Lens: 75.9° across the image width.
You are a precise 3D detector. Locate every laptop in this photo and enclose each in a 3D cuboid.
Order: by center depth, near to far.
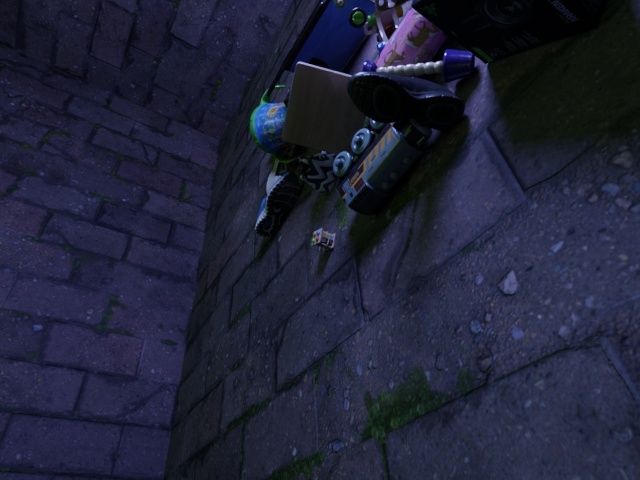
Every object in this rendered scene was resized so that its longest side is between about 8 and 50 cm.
[{"bbox_3d":[0.025,-0.717,1.549,0.382,0.237,0.407,-45,23,41],"label":"laptop"}]

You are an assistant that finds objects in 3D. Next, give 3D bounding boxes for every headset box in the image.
[{"bbox_3d":[0.362,-0.501,0.817,0.283,0.247,0.131,18,87,63],"label":"headset box"}]

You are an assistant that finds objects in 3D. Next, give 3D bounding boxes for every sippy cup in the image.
[{"bbox_3d":[-0.161,-0.524,1.855,0.224,0.305,0.239,-1,51,44],"label":"sippy cup"}]

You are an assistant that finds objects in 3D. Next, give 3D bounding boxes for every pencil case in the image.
[{"bbox_3d":[0.268,-0.560,1.148,0.160,0.167,0.386,46,117,24],"label":"pencil case"}]

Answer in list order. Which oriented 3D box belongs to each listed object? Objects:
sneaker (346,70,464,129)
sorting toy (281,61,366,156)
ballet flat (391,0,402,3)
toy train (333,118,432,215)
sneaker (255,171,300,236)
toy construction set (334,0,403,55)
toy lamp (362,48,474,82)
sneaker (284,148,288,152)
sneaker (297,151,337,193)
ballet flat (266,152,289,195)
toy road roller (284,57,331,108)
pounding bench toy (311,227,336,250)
[{"bbox_3d":[0.200,-0.350,1.000,0.130,0.287,0.109,-92,19,-47],"label":"sneaker"},{"bbox_3d":[0.022,-0.438,1.373,0.089,0.256,0.256,-85,10,-56],"label":"sorting toy"},{"bbox_3d":[0.313,-0.896,1.414,0.250,0.058,0.084,15,86,64],"label":"ballet flat"},{"bbox_3d":[0.167,-0.226,1.142,0.334,0.142,0.190,-49,46,31],"label":"toy train"},{"bbox_3d":[-0.203,-0.176,1.817,0.330,0.130,0.147,-54,32,30],"label":"sneaker"},{"bbox_3d":[0.237,-0.776,1.334,0.309,0.257,0.237,-35,25,18],"label":"toy construction set"},{"bbox_3d":[0.247,-0.440,1.050,0.275,0.080,0.080,7,74,25],"label":"toy lamp"},{"bbox_3d":[-0.214,-0.537,2.140,0.120,0.099,0.262,-61,28,7],"label":"sneaker"},{"bbox_3d":[-0.001,-0.302,1.485,0.094,0.153,0.234,31,100,63],"label":"sneaker"},{"bbox_3d":[-0.197,-0.315,1.972,0.086,0.086,0.248,-26,49,55],"label":"ballet flat"},{"bbox_3d":[0.027,-0.497,1.559,0.202,0.241,0.329,-59,-12,-7],"label":"toy road roller"},{"bbox_3d":[0.000,0.000,1.365,0.083,0.065,0.052,-24,51,57],"label":"pounding bench toy"}]
